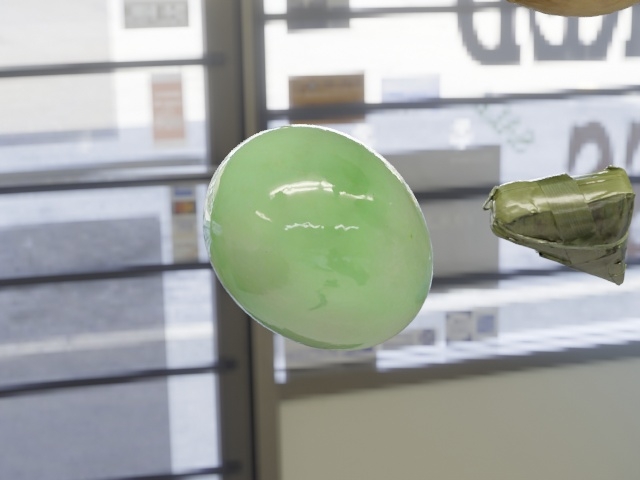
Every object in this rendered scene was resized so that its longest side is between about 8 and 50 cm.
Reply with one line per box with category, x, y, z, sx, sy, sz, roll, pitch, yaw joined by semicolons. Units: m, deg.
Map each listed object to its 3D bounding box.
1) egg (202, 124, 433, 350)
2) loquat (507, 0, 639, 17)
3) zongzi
egg;0.000;0.000;1.638;0.220;0.270;0.220;-42;17;16
loquat;0.242;-0.376;1.468;0.328;0.328;0.328;-1;15;0
zongzi;0.175;0.002;1.140;0.109;0.119;0.055;-6;47;1
